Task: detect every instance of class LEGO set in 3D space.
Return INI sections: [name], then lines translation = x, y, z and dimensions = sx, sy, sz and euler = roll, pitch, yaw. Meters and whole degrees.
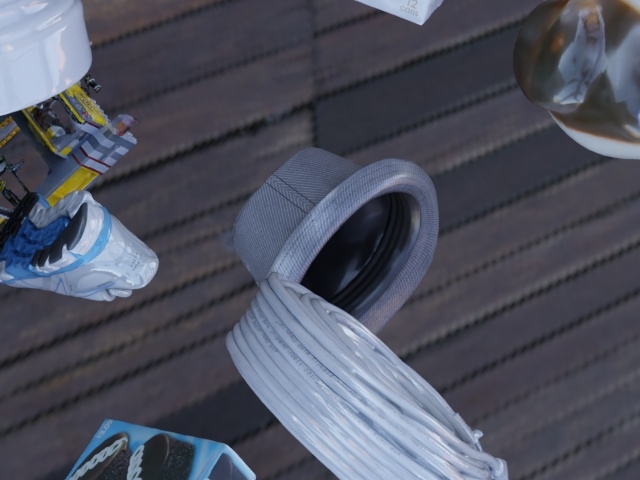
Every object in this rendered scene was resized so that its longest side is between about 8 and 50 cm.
[LEGO set]
translation = -0.307, -0.144, 1.487
dimensions = 0.192, 0.331, 0.255
euler = -42, 153, 8

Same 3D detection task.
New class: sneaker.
[sneaker]
translation = -0.169, 0.014, 1.207
dimensions = 0.083, 0.190, 0.071
euler = 31, 78, -25

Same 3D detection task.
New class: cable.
[cable]
translation = 0.032, 0.137, 1.468
dimensions = 0.089, 0.257, 0.257
euler = -47, 165, 4

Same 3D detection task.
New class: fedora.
[fedora]
translation = 0.000, 0.000, 1.813
dimensions = 0.244, 0.124, 0.275
euler = -50, 155, -2

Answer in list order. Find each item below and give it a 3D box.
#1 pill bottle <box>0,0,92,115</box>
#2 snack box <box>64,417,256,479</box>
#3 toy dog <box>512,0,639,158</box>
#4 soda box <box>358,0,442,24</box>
[pill bottle]
translation = -0.231, -0.219, 1.012
dimensions = 0.161, 0.161, 0.283
euler = -26, 119, -29
[snack box]
translation = -0.214, 0.320, 1.629
dimensions = 0.060, 0.187, 0.322
euler = 49, 61, -34
[toy dog]
translation = 0.272, -0.266, 1.401
dimensions = 0.284, 0.395, 0.408
euler = 25, 66, -52
[soda box]
translation = -0.023, -0.197, 0.975
dimensions = 0.069, 0.216, 0.074
euler = -52, 161, -55
